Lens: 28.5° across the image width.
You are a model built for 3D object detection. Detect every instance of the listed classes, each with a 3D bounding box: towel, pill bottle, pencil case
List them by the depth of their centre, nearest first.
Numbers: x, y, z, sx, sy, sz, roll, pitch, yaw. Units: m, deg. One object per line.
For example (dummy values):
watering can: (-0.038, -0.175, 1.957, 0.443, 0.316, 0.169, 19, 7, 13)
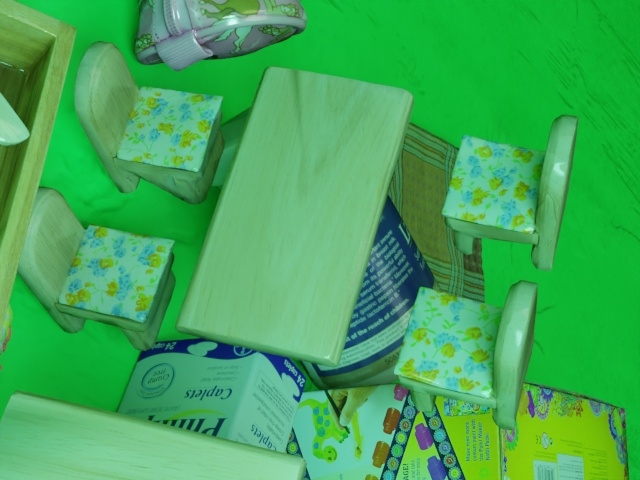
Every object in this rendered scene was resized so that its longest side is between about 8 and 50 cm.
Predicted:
pencil case: (-0.115, -0.342, 1.086, 0.167, 0.160, 0.386, -13, 94, -23)
pill bottle: (0.000, 0.000, 1.169, 0.265, 0.153, 0.153, 60, 37, -19)
towel: (0.101, -0.012, 1.452, 0.370, 0.040, 0.272, 16, 70, -56)

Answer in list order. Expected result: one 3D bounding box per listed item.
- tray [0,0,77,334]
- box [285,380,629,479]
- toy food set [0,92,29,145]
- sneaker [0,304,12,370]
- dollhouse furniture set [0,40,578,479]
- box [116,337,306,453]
tray: (-0.288, 0.021, 0.729, 0.202, 0.076, 0.411, 21, 61, -25)
box: (0.105, 0.234, 1.166, 0.290, 0.279, 0.177, 20, 66, -54)
toy food set: (-0.267, -0.081, 0.691, 0.218, 0.071, 0.128, -30, 90, -38)
sneaker: (-0.240, 0.074, 0.850, 0.094, 0.081, 0.209, -2, 83, -60)
dollhouse furniture set: (-0.042, 0.039, 0.842, 0.256, 0.362, 0.394, 75, 29, -63)
box: (-0.096, 0.151, 1.013, 0.072, 0.126, 0.137, 53, 41, -40)
